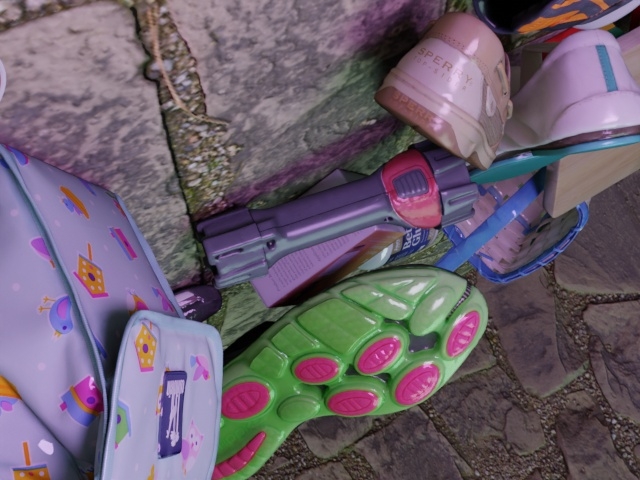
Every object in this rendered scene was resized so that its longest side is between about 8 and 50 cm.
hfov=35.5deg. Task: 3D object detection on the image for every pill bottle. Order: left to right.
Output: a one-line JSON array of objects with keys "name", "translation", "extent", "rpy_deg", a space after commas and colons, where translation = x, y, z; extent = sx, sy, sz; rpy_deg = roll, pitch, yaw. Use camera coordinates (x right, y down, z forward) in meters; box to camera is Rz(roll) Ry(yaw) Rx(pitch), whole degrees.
[{"name": "pill bottle", "translation": [0.080, -0.013, 1.376], "extent": [0.169, 0.094, 0.094], "rpy_deg": [-20, 163, -45]}]

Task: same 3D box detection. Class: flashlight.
[{"name": "flashlight", "translation": [0.017, -0.027, 1.096], "extent": [0.304, 0.103, 0.103], "rpy_deg": [-19, 124, -10]}]

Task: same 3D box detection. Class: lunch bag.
[{"name": "lunch bag", "translation": [-0.176, 0.082, 0.720], "extent": [0.160, 0.262, 0.223], "rpy_deg": [-33, 167, 5]}]

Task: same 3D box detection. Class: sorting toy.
[{"name": "sorting toy", "translation": [0.379, -0.190, 1.272], "extent": [0.257, 0.089, 0.255], "rpy_deg": [-29, 145, -14]}]

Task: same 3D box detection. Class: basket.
[{"name": "basket", "translation": [0.272, -0.044, 1.474], "extent": [0.289, 0.201, 0.255], "rpy_deg": [-34, 173, -41]}]

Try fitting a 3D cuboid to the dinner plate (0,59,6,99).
[{"name": "dinner plate", "translation": [-0.240, -0.069, 0.545], "extent": [0.141, 0.017, 0.141], "rpy_deg": [-30, 168, -7]}]

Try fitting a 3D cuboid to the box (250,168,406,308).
[{"name": "box", "translation": [0.000, 0.000, 1.238], "extent": [0.170, 0.091, 0.130], "rpy_deg": [-36, 167, 17]}]

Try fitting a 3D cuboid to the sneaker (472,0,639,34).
[{"name": "sneaker", "translation": [0.241, -0.248, 0.764], "extent": [0.180, 0.124, 0.321], "rpy_deg": [-23, 167, -38]}]

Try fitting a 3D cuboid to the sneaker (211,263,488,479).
[{"name": "sneaker", "translation": [-0.008, 0.140, 1.262], "extent": [0.483, 0.185, 0.202], "rpy_deg": [-29, -161, 30]}]

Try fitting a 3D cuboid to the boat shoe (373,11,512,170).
[{"name": "boat shoe", "translation": [0.136, -0.142, 0.945], "extent": [0.110, 0.122, 0.341], "rpy_deg": [-58, 176, 9]}]

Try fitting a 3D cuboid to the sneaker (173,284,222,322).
[{"name": "sneaker", "translation": [-0.218, 0.185, 1.257], "extent": [0.281, 0.162, 0.106], "rpy_deg": [-32, 168, 1]}]

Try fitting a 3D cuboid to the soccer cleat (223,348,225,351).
[{"name": "soccer cleat", "translation": [-0.265, 0.262, 1.625], "extent": [0.331, 0.116, 0.143], "rpy_deg": [-32, -176, 11]}]

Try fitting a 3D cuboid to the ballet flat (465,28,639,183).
[{"name": "ballet flat", "translation": [0.236, -0.143, 1.094], "extent": [0.139, 0.139, 0.400], "rpy_deg": [-30, -177, -9]}]
